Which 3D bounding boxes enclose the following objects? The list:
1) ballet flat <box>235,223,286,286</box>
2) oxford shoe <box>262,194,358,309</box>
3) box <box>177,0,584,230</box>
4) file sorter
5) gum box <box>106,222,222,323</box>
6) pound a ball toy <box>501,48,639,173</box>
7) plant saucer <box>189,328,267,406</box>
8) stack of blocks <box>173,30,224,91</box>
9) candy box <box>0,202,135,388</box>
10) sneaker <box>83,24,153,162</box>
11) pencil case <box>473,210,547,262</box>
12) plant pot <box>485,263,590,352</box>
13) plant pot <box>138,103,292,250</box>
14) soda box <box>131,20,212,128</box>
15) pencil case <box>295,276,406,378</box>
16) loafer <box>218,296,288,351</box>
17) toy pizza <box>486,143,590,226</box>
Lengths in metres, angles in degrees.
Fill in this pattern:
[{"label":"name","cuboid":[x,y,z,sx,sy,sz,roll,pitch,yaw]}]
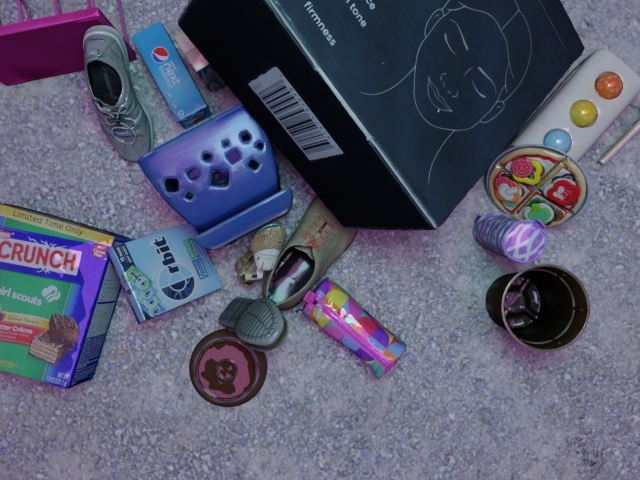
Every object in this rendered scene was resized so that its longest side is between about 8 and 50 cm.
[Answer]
[{"label":"ballet flat","cuboid":[-0.116,0.038,1.051,0.073,0.206,0.067,1,65,-24]},{"label":"oxford shoe","cuboid":[0.000,0.000,1.082,0.123,0.130,0.348,30,88,1]},{"label":"box","cuboid":[0.117,-0.345,0.890,0.471,0.297,0.479,-47,111,-18]},{"label":"file sorter","cuboid":[-0.565,-0.461,1.064,0.291,0.202,0.182,-12,86,-1]},{"label":"gum box","cuboid":[-0.312,0.061,1.068,0.185,0.041,0.156,-22,87,-42]},{"label":"pound a ball toy","cuboid":[0.571,-0.243,1.097,0.208,0.136,0.319,43,88,1]},{"label":"plant saucer","cuboid":[-0.199,0.274,1.120,0.169,0.029,0.168,0,88,-1]},{"label":"stack of blocks","cuboid":[-0.134,-0.431,1.081,0.297,0.171,0.087,-33,88,-1]},{"label":"candy box","cuboid":[-0.569,0.107,1.078,0.269,0.122,0.316,15,86,0]},{"label":"sneaker","cuboid":[-0.412,-0.266,1.040,0.105,0.115,0.281,-7,132,0]},{"label":"pencil case","cuboid":[0.376,-0.011,1.054,0.086,0.206,0.088,44,96,-7]},{"label":"plant pot","cuboid":[0.420,0.130,1.064,0.167,0.165,0.166,0,87,-1]},{"label":"plant pot","cuboid":[-0.182,-0.110,1.041,0.236,0.236,0.212,-28,94,-2]},{"label":"soda box","cuboid":[-0.316,-0.351,1.127,0.071,0.067,0.210,-29,88,-2]},{"label":"pencil case","cuboid":[0.065,0.180,1.092,0.236,0.104,0.104,39,88,0]},{"label":"loafer","cuboid":[-0.118,0.167,1.033,0.087,0.251,0.094,43,75,-22]},{"label":"toy pizza","cuboid":[0.435,-0.103,1.069,0.201,0.201,0.032,39,52,1]}]
